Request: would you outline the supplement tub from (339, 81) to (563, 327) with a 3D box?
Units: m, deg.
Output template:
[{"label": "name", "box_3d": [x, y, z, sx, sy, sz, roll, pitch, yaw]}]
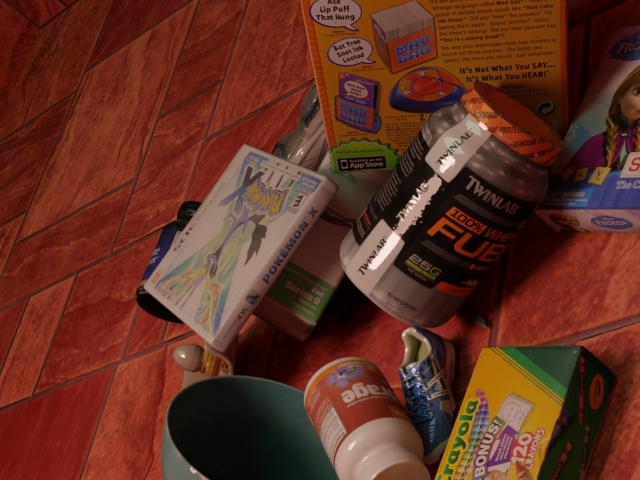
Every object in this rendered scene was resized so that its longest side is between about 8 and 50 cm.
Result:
[{"label": "supplement tub", "box_3d": [0.182, -0.050, 1.718, 0.316, 0.193, 0.194, -56, 27, 23]}]

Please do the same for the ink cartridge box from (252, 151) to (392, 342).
[{"label": "ink cartridge box", "box_3d": [0.000, 0.000, 1.991, 0.289, 0.121, 0.211, -61, 0, -13]}]

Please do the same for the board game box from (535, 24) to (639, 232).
[{"label": "board game box", "box_3d": [0.470, -0.158, 1.653, 0.318, 0.066, 0.318, 1, 59, 55]}]

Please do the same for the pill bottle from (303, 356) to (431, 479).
[{"label": "pill bottle", "box_3d": [0.064, 0.260, 1.645, 0.121, 0.121, 0.216, -47, 35, 10]}]

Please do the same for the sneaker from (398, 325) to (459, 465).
[{"label": "sneaker", "box_3d": [0.140, 0.211, 1.701, 0.080, 0.081, 0.211, -31, 39, 30]}]

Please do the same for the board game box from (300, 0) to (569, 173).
[{"label": "board game box", "box_3d": [0.177, -0.356, 1.833, 0.356, 0.356, 0.356, -3, 45, 9]}]

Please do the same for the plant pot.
[{"label": "plant pot", "box_3d": [-0.097, 0.351, 1.729, 0.290, 0.290, 0.196, -116, 39, -57]}]

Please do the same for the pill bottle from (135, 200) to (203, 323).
[{"label": "pill bottle", "box_3d": [-0.263, 0.039, 2.389, 0.122, 0.123, 0.219, -15, 46, 46]}]

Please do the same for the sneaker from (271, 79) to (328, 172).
[{"label": "sneaker", "box_3d": [-0.007, -0.162, 2.272, 0.297, 0.129, 0.111, -53, 27, 38]}]

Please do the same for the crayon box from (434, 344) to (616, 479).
[{"label": "crayon box", "box_3d": [0.237, 0.267, 1.511, 0.165, 0.081, 0.279, -7, 53, 50]}]

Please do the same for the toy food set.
[{"label": "toy food set", "box_3d": [-0.195, 0.189, 2.058, 0.306, 0.092, 0.220, 108, 170, -45]}]

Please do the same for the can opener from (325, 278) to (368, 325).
[{"label": "can opener", "box_3d": [0.073, 0.061, 1.967, 0.059, 0.073, 0.186, 40, 108, 24]}]

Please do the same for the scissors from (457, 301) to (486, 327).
[{"label": "scissors", "box_3d": [0.171, 0.076, 1.868, 0.109, 0.021, 0.297, -43, 33, 14]}]

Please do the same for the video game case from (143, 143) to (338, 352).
[{"label": "video game case", "box_3d": [-0.134, 0.000, 1.945, 0.300, 0.036, 0.329, -55, 29, -4]}]
